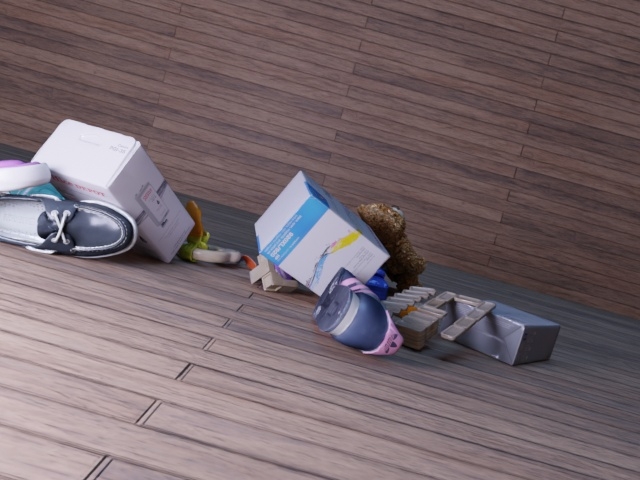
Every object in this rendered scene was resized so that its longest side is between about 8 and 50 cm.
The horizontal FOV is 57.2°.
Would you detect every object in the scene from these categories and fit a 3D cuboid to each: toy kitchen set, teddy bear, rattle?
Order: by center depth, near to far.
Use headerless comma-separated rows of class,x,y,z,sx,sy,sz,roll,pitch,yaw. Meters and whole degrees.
toy kitchen set,-0.106,0.077,1.296,0.075,0.083,0.068,11,-35,-42
rattle,-0.241,-0.008,1.417,0.199,0.143,0.130,6,-9,-29
teddy bear,0.222,0.023,1.708,0.113,0.338,0.245,-29,16,-4

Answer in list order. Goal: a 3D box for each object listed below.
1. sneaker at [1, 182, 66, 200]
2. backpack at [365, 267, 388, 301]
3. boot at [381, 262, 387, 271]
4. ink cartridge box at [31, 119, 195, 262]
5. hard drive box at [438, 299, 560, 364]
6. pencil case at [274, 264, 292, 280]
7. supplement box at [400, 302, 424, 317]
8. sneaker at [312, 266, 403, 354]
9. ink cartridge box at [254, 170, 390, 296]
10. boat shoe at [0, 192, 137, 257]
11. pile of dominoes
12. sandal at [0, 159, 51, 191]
sneaker,-0.677,-0.100,1.463,0.110,0.107,0.275,36,15,11
backpack,0.110,0.108,1.398,0.097,0.101,0.120,9,10,-3
boot,0.054,0.003,1.578,0.281,0.096,0.264,52,22,-3
ink cartridge box,-0.416,-0.094,1.205,0.207,0.117,0.283,18,-26,22
hard drive box,0.409,0.201,1.327,0.181,0.089,0.232,20,7,40
pencil case,-0.102,0.054,1.444,0.088,0.086,0.206,49,3,-9
supplement box,0.223,0.168,1.414,0.062,0.036,0.098,18,6,33
sneaker,0.065,0.136,1.072,0.131,0.112,0.319,32,6,-6
ink cartridge box,0.000,0.000,1.286,0.232,0.168,0.171,37,12,-22
boat shoe,-0.487,-0.026,1.057,0.302,0.115,0.091,4,3,5
pile of dominoes,0.224,0.156,1.202,0.195,0.040,0.251,13,17,33
sandal,-0.685,-0.135,1.059,0.415,0.103,0.169,-2,11,6
